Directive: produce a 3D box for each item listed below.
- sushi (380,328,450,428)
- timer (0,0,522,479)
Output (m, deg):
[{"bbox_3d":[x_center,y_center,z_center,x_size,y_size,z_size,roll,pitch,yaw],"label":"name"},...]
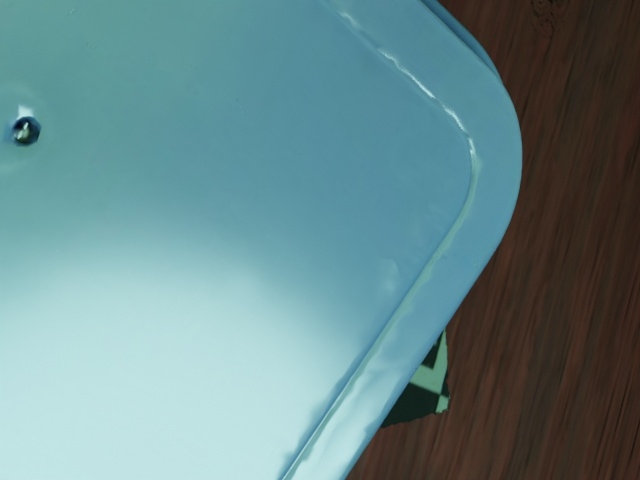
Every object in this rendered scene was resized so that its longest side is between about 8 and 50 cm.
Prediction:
[{"bbox_3d":[0.000,0.000,1.136,0.294,0.059,0.292,-14,106,-45],"label":"sushi"},{"bbox_3d":[-0.119,-0.021,0.913,0.395,0.173,0.395,-8,105,-29],"label":"timer"}]
